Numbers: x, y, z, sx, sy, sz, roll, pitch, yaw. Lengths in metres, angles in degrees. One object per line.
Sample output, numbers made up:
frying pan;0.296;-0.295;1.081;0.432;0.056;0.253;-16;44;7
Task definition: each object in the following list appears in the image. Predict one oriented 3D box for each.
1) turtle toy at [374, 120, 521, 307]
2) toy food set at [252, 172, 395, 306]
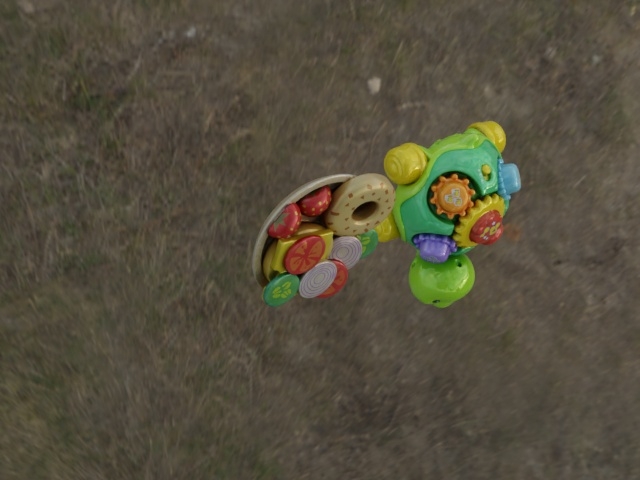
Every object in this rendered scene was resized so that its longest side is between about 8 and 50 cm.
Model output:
turtle toy;0.084;-0.015;0.813;0.095;0.130;0.066;-19;51;-35
toy food set;0.000;0.000;0.673;0.083;0.082;0.020;-14;45;-36
